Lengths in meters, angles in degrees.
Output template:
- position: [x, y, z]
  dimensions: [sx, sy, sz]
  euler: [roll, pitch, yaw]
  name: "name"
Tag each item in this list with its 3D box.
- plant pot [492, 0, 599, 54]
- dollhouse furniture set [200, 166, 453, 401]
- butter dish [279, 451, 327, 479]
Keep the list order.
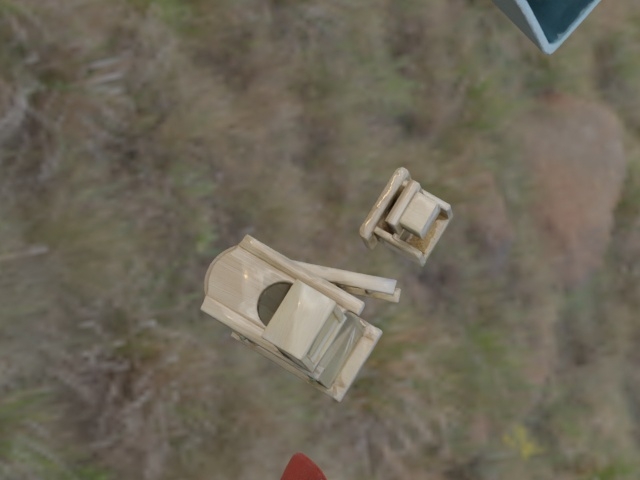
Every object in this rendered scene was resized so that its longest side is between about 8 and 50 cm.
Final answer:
- position: [0.220, -0.403, 1.930]
  dimensions: [0.252, 0.248, 0.247]
  euler: [43, 2, 23]
  name: "plant pot"
- position: [0.000, 0.000, 1.147]
  dimensions: [0.161, 0.101, 0.182]
  euler: [-58, 166, -7]
  name: "dollhouse furniture set"
- position: [0.011, 0.262, 1.382]
  dimensions: [0.160, 0.118, 0.160]
  euler: [-167, -87, -80]
  name: "butter dish"
